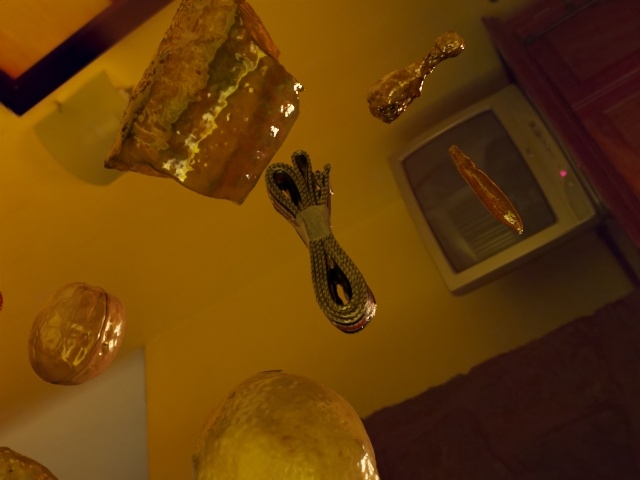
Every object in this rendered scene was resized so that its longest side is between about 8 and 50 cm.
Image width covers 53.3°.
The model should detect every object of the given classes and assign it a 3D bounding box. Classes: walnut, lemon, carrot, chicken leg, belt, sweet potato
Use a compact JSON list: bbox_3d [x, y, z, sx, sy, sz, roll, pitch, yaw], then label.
[{"bbox_3d":[-0.462,0.179,1.213,0.165,0.165,0.197,46,-126,-41],"label":"walnut"},{"bbox_3d":[-0.058,0.434,1.221,0.387,0.350,0.350,23,-169,13],"label":"lemon"},{"bbox_3d":[-0.164,-0.212,0.999,0.241,0.341,0.241,31,-172,-5],"label":"carrot"},{"bbox_3d":[0.195,-0.344,1.336,0.087,0.251,0.107,51,-151,0],"label":"chicken leg"},{"bbox_3d":[0.000,0.000,1.149,0.094,0.126,0.360,80,170,-62],"label":"belt"},{"bbox_3d":[0.384,-0.120,1.485,0.265,0.057,0.057,54,-165,13],"label":"sweet potato"}]

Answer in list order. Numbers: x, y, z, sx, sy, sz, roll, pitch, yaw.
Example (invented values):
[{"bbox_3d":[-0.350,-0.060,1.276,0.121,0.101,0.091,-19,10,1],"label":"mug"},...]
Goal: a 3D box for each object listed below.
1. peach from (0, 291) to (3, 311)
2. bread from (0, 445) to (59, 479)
[{"bbox_3d":[-0.678,0.135,1.301,0.050,0.077,0.083,40,-172,-36],"label":"peach"},{"bbox_3d":[-0.496,0.421,0.948,0.244,0.244,0.134,55,-160,-18],"label":"bread"}]
